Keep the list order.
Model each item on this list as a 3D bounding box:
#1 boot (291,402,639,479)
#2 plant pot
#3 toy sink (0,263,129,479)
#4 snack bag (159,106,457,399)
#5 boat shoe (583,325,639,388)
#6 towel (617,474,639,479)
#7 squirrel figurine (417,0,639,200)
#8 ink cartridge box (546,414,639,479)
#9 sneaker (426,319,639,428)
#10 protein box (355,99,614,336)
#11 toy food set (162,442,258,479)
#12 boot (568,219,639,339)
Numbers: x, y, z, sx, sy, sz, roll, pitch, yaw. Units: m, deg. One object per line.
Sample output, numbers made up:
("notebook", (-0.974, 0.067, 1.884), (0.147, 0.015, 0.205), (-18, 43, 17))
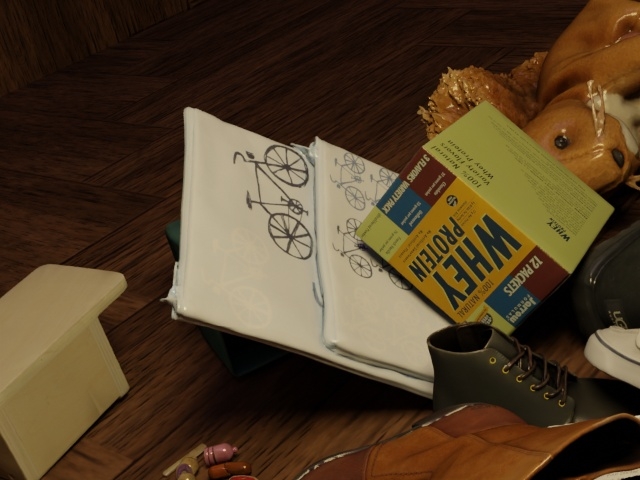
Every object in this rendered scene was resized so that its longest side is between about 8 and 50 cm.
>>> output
("boot", (0.081, 0.209, 0.744), (0.264, 0.096, 0.280), (-21, -2, -15))
("plant pot", (-0.098, 0.030, 1.245), (0.166, 0.165, 0.234), (-23, 22, -18))
("toy sink", (-0.327, 0.150, 1.147), (0.153, 0.131, 0.234), (5, 37, 33))
("snack bag", (0.000, 0.000, 1.064), (0.343, 0.037, 0.323), (20, 41, -23))
("boat shoe", (0.322, 0.100, 0.841), (0.095, 0.084, 0.258), (18, 2, -21))
("towel", (0.314, 0.245, 0.578), (0.228, 0.076, 0.308), (-12, 30, -12))
("squirrel figurine", (0.330, -0.144, 1.334), (0.397, 0.281, 0.370), (-4, 35, 50))
("ink cartridge box", (0.254, 0.228, 0.770), (0.140, 0.082, 0.190), (-8, 26, 6))
("sneaker", (0.209, 0.138, 0.928), (0.222, 0.118, 0.083), (-5, 28, 18))
("protein box", (0.186, -0.022, 1.097), (0.200, 0.136, 0.201), (42, 34, 7))
("toy food set", (-0.106, 0.236, 0.997), (0.078, 0.019, 0.122), (-33, 32, -33))
("boot", (0.496, -0.007, 0.901), (0.367, 0.146, 0.445), (-38, 12, -20))
